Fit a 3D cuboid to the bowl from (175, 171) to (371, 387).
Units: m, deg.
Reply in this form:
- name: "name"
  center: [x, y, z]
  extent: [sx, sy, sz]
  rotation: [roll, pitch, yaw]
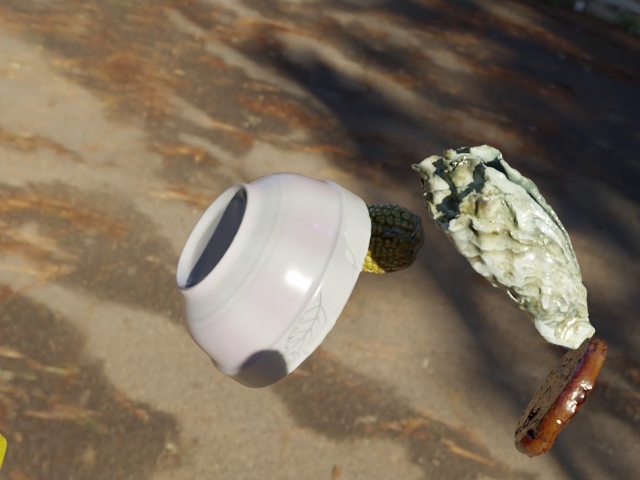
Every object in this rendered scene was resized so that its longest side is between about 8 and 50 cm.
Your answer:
- name: "bowl"
  center: [-0.080, 0.029, 1.525]
  extent: [0.144, 0.287, 0.287]
  rotation: [33, 13, -24]

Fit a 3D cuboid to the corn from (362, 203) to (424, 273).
- name: "corn"
  center: [0.000, 0.000, 1.712]
  extent: [0.293, 0.106, 0.106]
  rotation: [-2, 18, 12]

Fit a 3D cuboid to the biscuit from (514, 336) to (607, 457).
- name: "biscuit"
  center: [0.325, 0.211, 1.634]
  extent: [0.049, 0.192, 0.192]
  rotation: [35, 22, 1]

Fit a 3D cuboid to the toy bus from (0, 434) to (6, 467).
- name: "toy bus"
  center: [-0.478, 0.157, 1.212]
  extent: [0.330, 0.152, 0.144]
  rotation: [48, 7, -17]

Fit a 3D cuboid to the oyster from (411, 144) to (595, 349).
- name: "oyster"
  center: [0.210, -0.002, 1.416]
  extent: [0.112, 0.198, 0.268]
  rotation: [-36, 43, -8]
